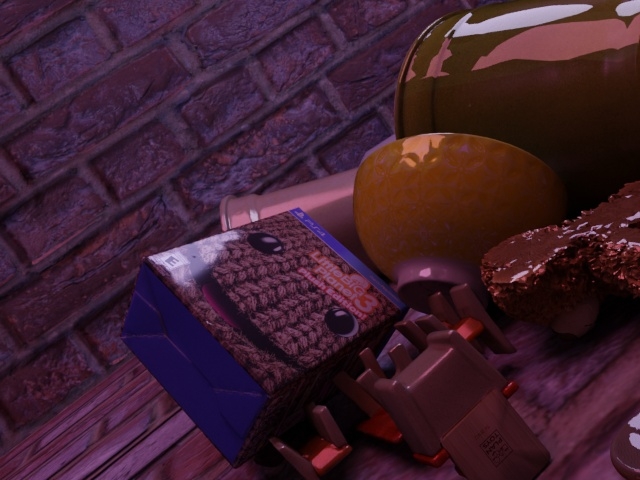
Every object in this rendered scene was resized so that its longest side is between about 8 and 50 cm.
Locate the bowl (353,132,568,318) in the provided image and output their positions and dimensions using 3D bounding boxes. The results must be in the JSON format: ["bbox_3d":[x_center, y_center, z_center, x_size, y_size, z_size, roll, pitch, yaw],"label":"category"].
[{"bbox_3d":[0.170,0.010,0.818,0.289,0.289,0.156,-24,44,51],"label":"bowl"}]

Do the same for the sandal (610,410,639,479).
[{"bbox_3d":[0.278,0.105,0.448,0.180,0.049,0.072,-36,9,-4],"label":"sandal"}]

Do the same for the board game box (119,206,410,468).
[{"bbox_3d":[-0.066,0.105,0.817,0.291,0.232,0.141,-23,-33,-50],"label":"board game box"}]

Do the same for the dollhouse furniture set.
[{"bbox_3d":[0.098,0.176,0.631,0.262,0.135,0.259,-38,-2,-16],"label":"dollhouse furniture set"}]

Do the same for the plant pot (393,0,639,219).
[{"bbox_3d":[0.352,-0.188,0.853,0.366,0.367,0.353,-39,18,-24],"label":"plant pot"}]

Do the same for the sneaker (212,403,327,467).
[{"bbox_3d":[-0.105,0.259,0.956,0.410,0.158,0.182,-136,66,-75],"label":"sneaker"}]

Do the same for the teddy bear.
[{"bbox_3d":[0.339,0.008,0.625,0.338,0.113,0.245,-28,14,-4],"label":"teddy bear"}]

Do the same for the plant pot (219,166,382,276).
[{"bbox_3d":[0.000,0.000,1.309,0.305,0.334,0.334,-23,11,8],"label":"plant pot"}]

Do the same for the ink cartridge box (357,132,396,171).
[{"bbox_3d":[0.210,-0.102,1.196,0.171,0.233,0.168,-32,12,19],"label":"ink cartridge box"}]
